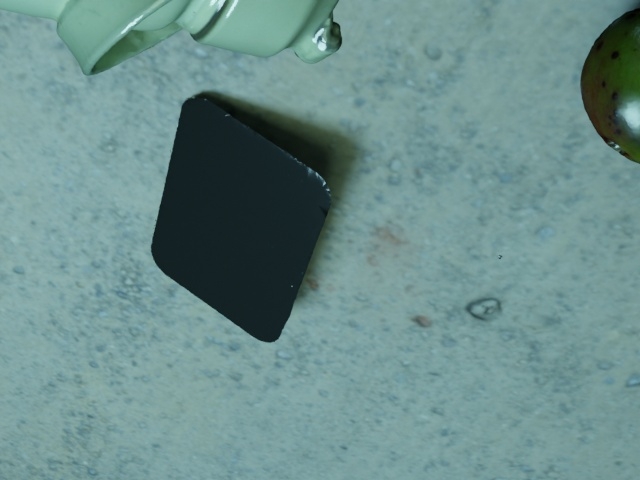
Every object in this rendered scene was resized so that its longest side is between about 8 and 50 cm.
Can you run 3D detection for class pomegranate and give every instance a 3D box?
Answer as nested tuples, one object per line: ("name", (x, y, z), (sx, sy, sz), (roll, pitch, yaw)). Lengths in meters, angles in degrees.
("pomegranate", (0.252, -0.112, 0.775), (0.130, 0.130, 0.130), (10, 136, 10))

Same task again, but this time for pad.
("pad", (-0.005, 0.017, 1.027), (0.323, 0.055, 0.250), (20, 136, -2))

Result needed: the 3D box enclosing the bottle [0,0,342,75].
("bottle", (-0.123, -0.217, 0.683), (0.352, 0.229, 0.229), (16, 139, -22))
